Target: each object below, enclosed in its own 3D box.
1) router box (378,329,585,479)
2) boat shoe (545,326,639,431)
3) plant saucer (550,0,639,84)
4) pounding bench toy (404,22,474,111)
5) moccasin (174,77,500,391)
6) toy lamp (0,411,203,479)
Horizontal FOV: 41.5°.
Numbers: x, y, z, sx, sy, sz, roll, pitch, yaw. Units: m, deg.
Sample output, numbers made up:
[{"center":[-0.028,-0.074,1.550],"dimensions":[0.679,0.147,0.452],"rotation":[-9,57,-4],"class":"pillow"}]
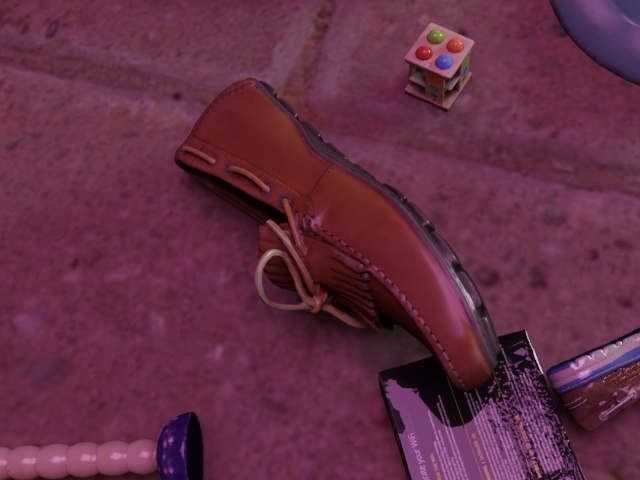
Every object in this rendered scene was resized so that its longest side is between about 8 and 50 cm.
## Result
[{"center":[0.135,0.176,0.692],"dimensions":[0.133,0.046,0.178],"rotation":[-15,63,-1],"class":"router box"},{"center":[0.282,0.105,0.708],"dimensions":[0.183,0.066,0.066],"rotation":[-21,80,-7],"class":"boat shoe"},{"center":[0.406,-0.292,0.897],"dimensions":[0.318,0.043,0.317],"rotation":[-2,64,5],"class":"plant saucer"},{"center":[0.129,-0.190,0.862],"dimensions":[0.052,0.065,0.083],"rotation":[28,70,18],"class":"pounding bench toy"},{"center":[-0.001,-0.001,0.737],"dimensions":[0.147,0.139,0.380],"rotation":[-44,63,-6],"class":"moccasin"},{"center":[-0.241,0.185,0.711],"dimensions":[0.275,0.080,0.080],"rotation":[-4,64,2],"class":"toy lamp"}]
